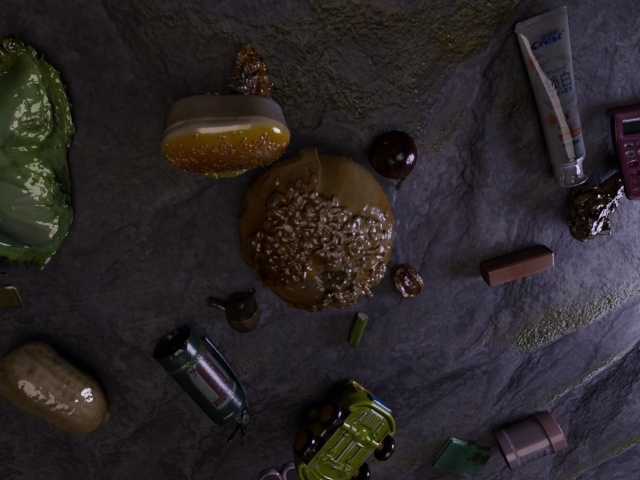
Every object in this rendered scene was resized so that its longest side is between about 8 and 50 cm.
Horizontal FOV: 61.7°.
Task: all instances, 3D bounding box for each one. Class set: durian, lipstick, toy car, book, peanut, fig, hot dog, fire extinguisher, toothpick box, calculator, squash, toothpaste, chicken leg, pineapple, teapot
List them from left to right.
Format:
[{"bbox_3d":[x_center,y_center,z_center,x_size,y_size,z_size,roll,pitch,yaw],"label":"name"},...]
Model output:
[{"bbox_3d":[-0.505,-0.125,0.858,0.198,0.163,0.394,9,106,-16],"label":"durian"},{"bbox_3d":[-0.523,0.299,1.067,0.253,0.137,0.122,43,57,-24],"label":"peanut"},{"bbox_3d":[-0.226,0.313,1.135,0.093,0.118,0.294,-12,122,36],"label":"fire extinguisher"},{"bbox_3d":[-0.173,0.137,1.092,0.110,0.085,0.080,12,140,16],"label":"teapot"},{"bbox_3d":[-0.130,-0.264,0.887,0.077,0.114,0.114,-9,112,16],"label":"pineapple"},{"bbox_3d":[0.044,0.436,1.208,0.248,0.142,0.200,-47,114,2],"label":"toy car"},{"bbox_3d":[0.080,0.198,1.168,0.027,0.027,0.083,12,112,-14],"label":"squash"},{"bbox_3d":[0.145,-0.143,1.001,0.089,0.089,0.125,-33,140,6],"label":"fig"},{"bbox_3d":[0.184,0.088,1.129,0.058,0.035,0.083,-30,115,9],"label":"hot dog"},{"bbox_3d":[0.370,0.564,1.389,0.135,0.017,0.103,22,110,-18],"label":"book"},{"bbox_3d":[0.421,0.053,1.146,0.145,0.045,0.045,-16,118,-3],"label":"lipstick"},{"bbox_3d":[0.521,0.498,1.338,0.148,0.098,0.098,-24,116,3],"label":"toothpick box"},{"bbox_3d":[0.442,-0.259,1.001,0.100,0.066,0.323,-22,111,1],"label":"toothpaste"},{"bbox_3d":[0.577,-0.088,1.098,0.125,0.080,0.196,19,103,-28],"label":"chicken leg"},{"bbox_3d":[0.636,-0.175,1.049,0.126,0.034,0.191,-8,87,-7],"label":"calculator"}]

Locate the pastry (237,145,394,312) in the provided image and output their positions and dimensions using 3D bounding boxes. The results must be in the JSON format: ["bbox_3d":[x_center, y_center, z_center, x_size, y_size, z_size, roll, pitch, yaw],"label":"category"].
[{"bbox_3d":[0.000,0.000,0.956,0.284,0.184,0.316,-23,127,1],"label":"pastry"}]

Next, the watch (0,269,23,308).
[{"bbox_3d":[-0.624,0.069,0.914,0.268,0.165,0.102,-3,116,-5],"label":"watch"}]

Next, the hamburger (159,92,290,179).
[{"bbox_3d":[-0.156,-0.170,0.887,0.210,0.173,0.116,-3,86,-10],"label":"hamburger"}]

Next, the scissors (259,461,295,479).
[{"bbox_3d":[-0.075,0.663,1.353,0.118,0.030,0.242,-14,114,-2],"label":"scissors"}]
